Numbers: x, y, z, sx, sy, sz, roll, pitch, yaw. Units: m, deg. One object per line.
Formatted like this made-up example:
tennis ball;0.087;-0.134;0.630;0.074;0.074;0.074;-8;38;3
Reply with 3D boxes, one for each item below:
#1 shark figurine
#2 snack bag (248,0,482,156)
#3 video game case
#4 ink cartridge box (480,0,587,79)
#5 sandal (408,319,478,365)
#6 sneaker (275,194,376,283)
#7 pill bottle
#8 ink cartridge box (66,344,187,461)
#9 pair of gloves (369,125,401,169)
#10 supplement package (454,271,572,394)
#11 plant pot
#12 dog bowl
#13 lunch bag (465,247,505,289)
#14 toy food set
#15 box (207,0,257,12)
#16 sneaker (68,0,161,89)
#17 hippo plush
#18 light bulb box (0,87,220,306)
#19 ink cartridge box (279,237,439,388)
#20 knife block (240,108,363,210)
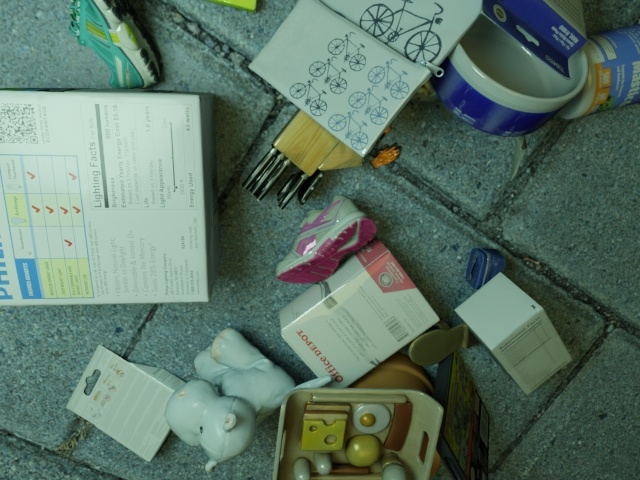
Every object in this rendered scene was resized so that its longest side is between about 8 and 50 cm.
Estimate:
shark figurine;0.296;-0.253;0.947;0.278;0.116;0.166;31;58;-2
snack bag;0.075;-0.361;0.827;0.323;0.037;0.342;44;98;24
video game case;0.321;0.416;1.076;0.035;0.274;0.248;-19;111;29
ink cartridge box;0.354;-0.408;0.783;0.224;0.045;0.223;21;62;-26
sandal;0.273;0.223;1.107;0.240;0.079;0.088;-8;111;-31
sneaker;0.000;0.000;0.998;0.252;0.111;0.103;-37;141;23
pill bottle;0.605;-0.343;0.940;0.272;0.152;0.152;-14;108;-2
ink cartridge box;-0.429;0.361;1.081;0.233;0.066;0.189;32;101;6
pair of gloves;0.126;-0.199;0.995;0.074;0.010;0.083;-31;107;3
supplement package;0.430;0.209;1.053;0.139;0.134;0.244;-41;127;4
plant pot;0.149;0.426;1.084;0.291;0.203;0.290;-2;106;-8
dog bowl;0.335;-0.324;0.862;0.265;0.104;0.264;5;65;-11
lunch bag;0.366;0.067;1.076;0.065;0.067;0.098;5;107;-8
toy food set;0.066;0.401;0.907;0.307;0.092;0.219;4;107;-9
box;-0.195;-0.487;0.851;0.179;0.042;0.108;11;104;-9
sneaker;-0.373;-0.370;0.792;0.110;0.106;0.275;-12;138;6
hippo plush;-0.179;0.353;0.963;0.295;0.236;0.234;26;121;11
light bulb box;-0.376;-0.087;0.851;0.362;0.225;0.357;0;107;-7
ink cartridge box;0.078;0.162;1.040;0.283;0.117;0.207;-37;108;4
knife block;-0.045;-0.204;0.930;0.242;0.088;0.275;-7;108;-6
